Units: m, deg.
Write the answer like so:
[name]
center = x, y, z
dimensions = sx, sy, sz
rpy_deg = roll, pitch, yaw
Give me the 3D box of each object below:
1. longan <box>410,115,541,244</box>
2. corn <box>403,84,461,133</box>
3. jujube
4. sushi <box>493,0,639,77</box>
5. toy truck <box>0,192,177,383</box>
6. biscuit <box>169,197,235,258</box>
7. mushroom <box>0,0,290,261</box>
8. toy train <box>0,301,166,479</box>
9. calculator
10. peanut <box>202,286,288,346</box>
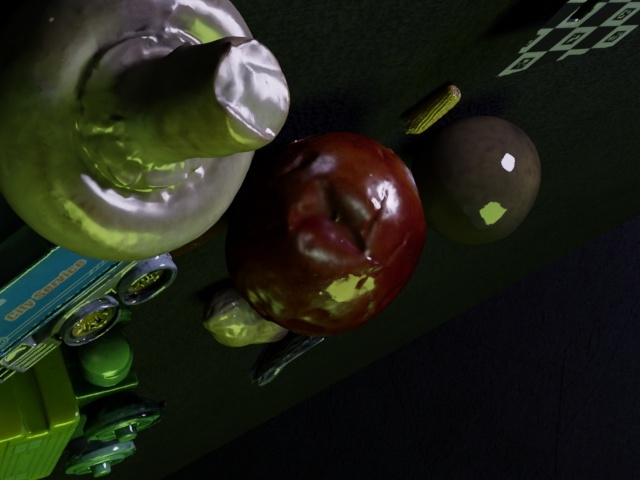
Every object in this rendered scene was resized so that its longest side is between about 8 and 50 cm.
[longan]
center = 0.199, -0.077, 1.494
dimensions = 0.167, 0.167, 0.187
rpy_deg = -34, -174, 28
[corn]
center = 0.125, -0.148, 1.356
dimensions = 0.083, 0.027, 0.028
rpy_deg = -38, 159, 34
[jujube]
center = 0.000, 0.000, 1.312
dimensions = 0.223, 0.223, 0.318
rpy_deg = -24, 176, -10
[sushi]
center = 0.302, -0.272, 1.184
dimensions = 0.192, 0.043, 0.279
rpy_deg = -18, 164, -30
[toy truck]
center = -0.262, 0.022, 0.980
dimensions = 0.367, 0.146, 0.175
rpy_deg = -39, 159, 3
[biscuit]
center = -0.170, -0.022, 1.261
dimensions = 0.180, 0.039, 0.236
rpy_deg = -33, 165, 9
[mushroom]
center = -0.109, -0.082, 0.796
dimensions = 0.209, 0.206, 0.206
rpy_deg = 16, 179, 19
[toy train]
center = -0.370, 0.220, 1.537
dimensions = 0.272, 0.179, 0.442
rpy_deg = -13, 164, -23
[calculator]
center = -0.021, 0.128, 1.881
dimensions = 0.165, 0.028, 0.274
rpy_deg = -37, -171, 24
[peanut]
center = -0.106, 0.112, 1.764
dimensions = 0.098, 0.090, 0.214
rpy_deg = -19, 171, 25
